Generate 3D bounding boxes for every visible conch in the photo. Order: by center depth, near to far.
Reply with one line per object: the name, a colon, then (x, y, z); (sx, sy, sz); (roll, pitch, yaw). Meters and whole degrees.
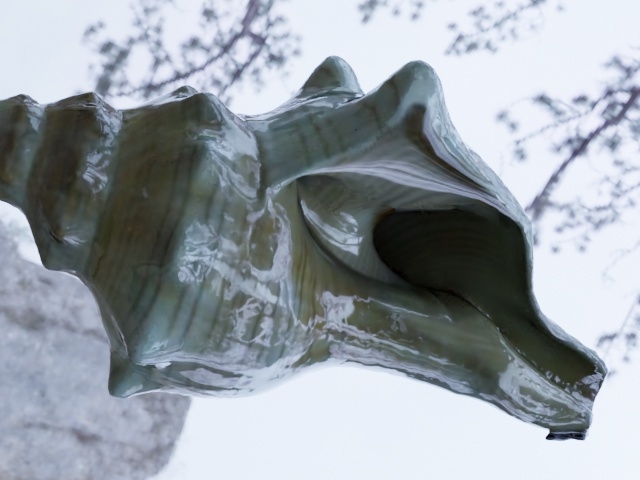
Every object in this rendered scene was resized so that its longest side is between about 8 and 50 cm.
conch: (-0.006, -0.011, 0.381); (0.114, 0.234, 0.137); (-114, -150, -49)
